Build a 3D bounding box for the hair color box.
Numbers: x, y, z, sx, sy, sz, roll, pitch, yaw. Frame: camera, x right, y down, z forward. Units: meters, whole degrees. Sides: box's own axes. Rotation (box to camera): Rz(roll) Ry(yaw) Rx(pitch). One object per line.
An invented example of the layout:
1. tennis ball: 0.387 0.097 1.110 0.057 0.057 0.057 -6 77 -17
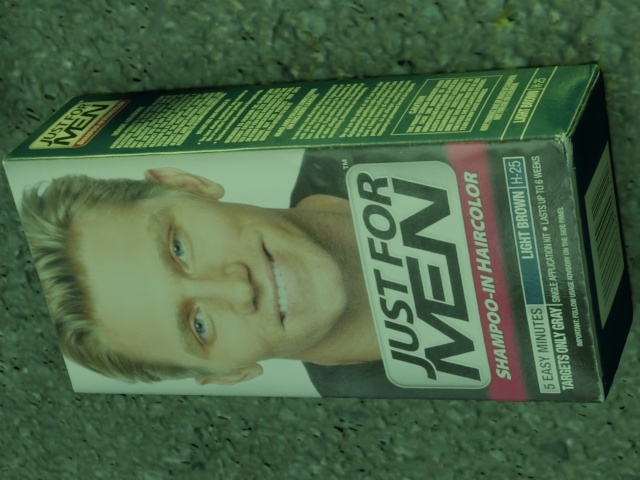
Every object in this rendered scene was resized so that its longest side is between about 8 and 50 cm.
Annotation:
1. hair color box: 0.000 0.000 0.972 0.347 0.105 0.174 -1 118 23
